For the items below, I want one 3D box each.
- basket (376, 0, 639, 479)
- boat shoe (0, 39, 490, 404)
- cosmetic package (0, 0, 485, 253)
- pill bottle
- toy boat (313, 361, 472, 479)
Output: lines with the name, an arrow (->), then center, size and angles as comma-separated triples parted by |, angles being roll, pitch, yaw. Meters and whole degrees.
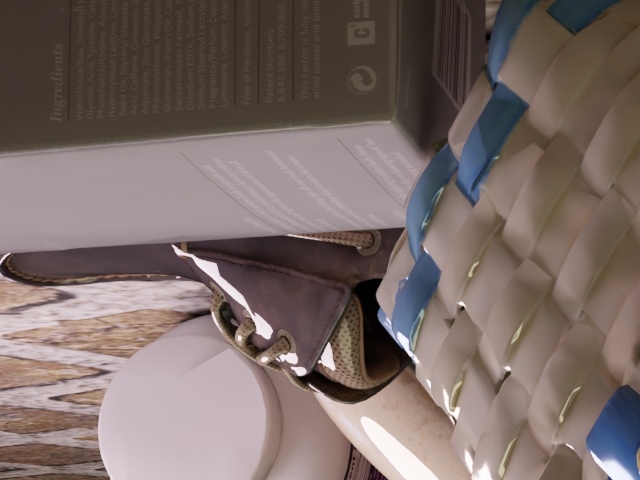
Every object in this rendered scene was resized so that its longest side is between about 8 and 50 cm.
basket -> 0.179, 0.047, 0.521 | 0.255, 0.201, 0.289 | -5, -145, -38
boat shoe -> 0.000, 0.000, 0.797 | 0.355, 0.130, 0.132 | -8, 165, 30
cosmetic package -> -0.072, -0.057, 0.617 | 0.238, 0.107, 0.127 | -1, 167, 15
pill bottle -> -0.042, 0.156, 1.385 | 0.181, 0.181, 0.323 | -4, 167, 18
toy boat -> 0.122, 0.091, 1.139 | 0.267, 0.148, 0.318 | 41, -171, 15
